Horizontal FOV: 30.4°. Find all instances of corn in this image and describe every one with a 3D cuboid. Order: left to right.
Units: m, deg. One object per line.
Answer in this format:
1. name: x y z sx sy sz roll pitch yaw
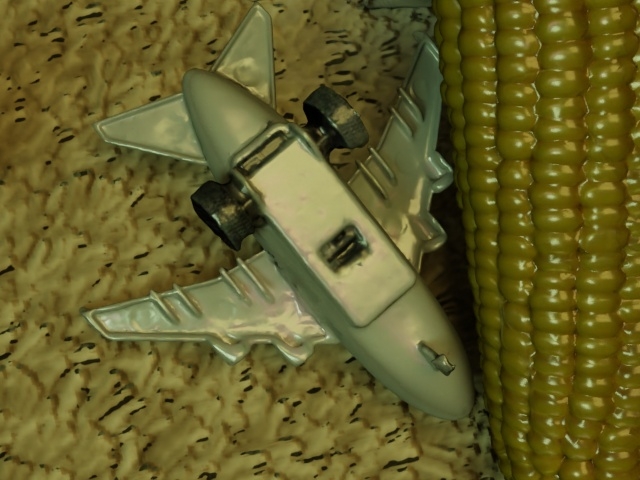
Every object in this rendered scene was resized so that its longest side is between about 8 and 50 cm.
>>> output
1. corn: 0.140 -0.022 0.614 0.144 0.144 0.387 -16 104 -19

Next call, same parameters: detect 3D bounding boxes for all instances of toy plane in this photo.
1. toy plane: 0.000 -0.001 0.643 0.251 0.101 0.255 -40 89 -9

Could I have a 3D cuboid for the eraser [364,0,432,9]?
1. eraser: 0.058 -0.298 0.719 0.086 0.130 0.287 -4 77 -19
